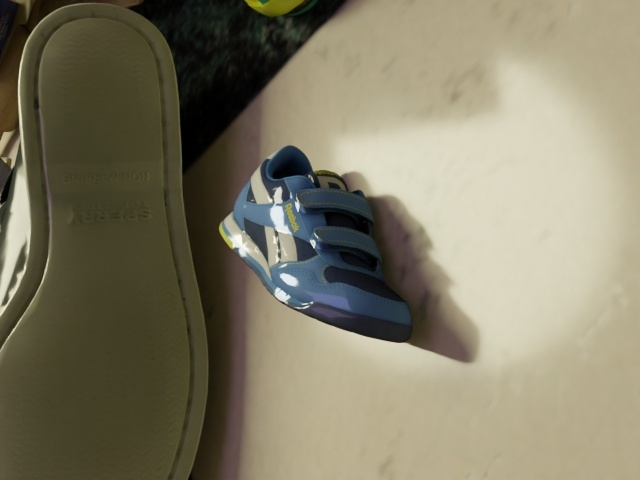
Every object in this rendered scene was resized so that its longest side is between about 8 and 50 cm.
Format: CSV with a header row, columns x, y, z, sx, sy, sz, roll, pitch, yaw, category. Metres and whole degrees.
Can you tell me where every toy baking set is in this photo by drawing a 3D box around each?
x,y,z,sx,sy,sz,roll,pitch,yaw,category
-0.193,-0.100,0.836,0.197,0.030,0.256,43,113,44,toy baking set

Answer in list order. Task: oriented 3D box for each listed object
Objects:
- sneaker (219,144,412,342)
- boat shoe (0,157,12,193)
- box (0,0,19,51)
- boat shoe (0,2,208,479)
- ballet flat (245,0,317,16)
x,y,z,sx,sy,sz,roll,pitch,yaw,category
0.000,0.000,0.544,0.144,0.053,0.059,41,105,48,sneaker
-0.278,-0.057,0.754,0.108,0.301,0.102,-46,11,-36,boat shoe
-0.311,-0.185,1.010,0.136,0.028,0.081,27,97,49,box
-0.136,0.040,0.650,0.113,0.127,0.340,127,140,-68,boat shoe
-0.035,-0.239,0.658,0.077,0.077,0.231,-24,58,44,ballet flat
